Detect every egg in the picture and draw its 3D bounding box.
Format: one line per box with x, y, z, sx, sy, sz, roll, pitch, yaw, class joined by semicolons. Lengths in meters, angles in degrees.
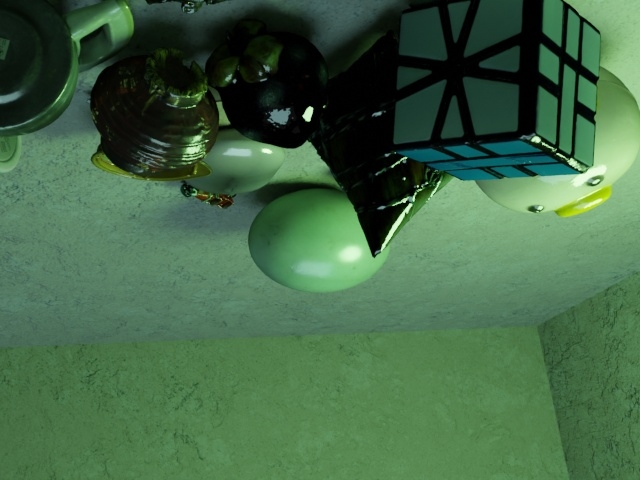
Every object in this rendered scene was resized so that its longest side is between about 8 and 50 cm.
0.000;0.000;2.403;0.389;0.276;0.276;0;159;-24;egg

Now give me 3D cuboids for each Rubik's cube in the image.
0.320;-0.275;1.652;0.288;0.293;0.283;-3;172;38;Rubik's cube

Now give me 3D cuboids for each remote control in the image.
-0.203;-0.175;2.075;0.221;0.103;0.332;4;165;-15;remote control

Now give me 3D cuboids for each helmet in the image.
-0.345;-0.213;1.890;0.257;0.140;0.205;-3;164;23;helmet

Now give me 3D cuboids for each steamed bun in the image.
0.488;-0.218;1.943;0.374;0.334;0.334;-30;151;36;steamed bun

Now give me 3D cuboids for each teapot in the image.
-0.493;-0.318;1.538;0.239;0.321;0.239;36;175;-2;teapot

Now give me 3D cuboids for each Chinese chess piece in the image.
-0.209;-0.282;1.888;0.122;0.051;0.122;-8;162;-3;Chinese chess piece

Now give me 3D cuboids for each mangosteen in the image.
-0.098;-0.290;1.690;0.243;0.243;0.243;-7;160;-2;mangosteen

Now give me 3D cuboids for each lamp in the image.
-0.296;-0.236;1.659;0.247;0.247;0.247;-7;160;-2;lamp

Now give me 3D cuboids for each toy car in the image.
-0.280;-0.120;2.299;0.073;0.054;0.143;-24;155;36;toy car

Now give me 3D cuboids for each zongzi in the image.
0.068;-0.210;1.844;0.362;0.383;0.319;-1;-150;46;zongzi

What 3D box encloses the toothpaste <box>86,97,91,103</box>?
-0.340;-0.292;1.821;0.248;0.047;0.078;-11;166;14;toothpaste

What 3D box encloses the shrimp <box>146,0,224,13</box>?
-0.087;-0.463;1.397;0.445;0.085;0.272;-16;153;15;shrimp

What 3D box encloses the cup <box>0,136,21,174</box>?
-0.766;-0.174;1.686;0.371;0.253;0.253;-13;160;10;cup
